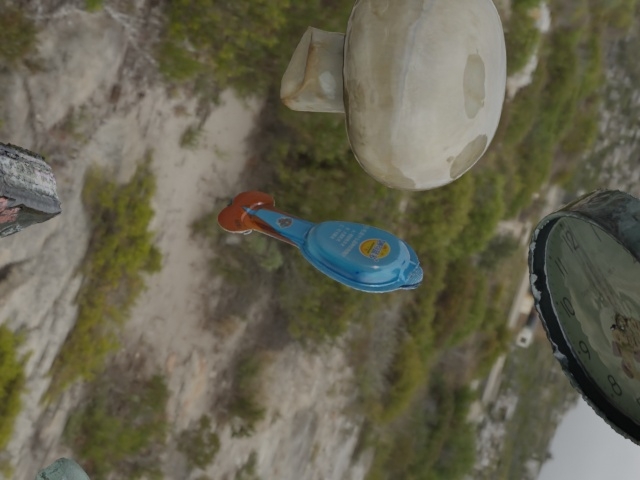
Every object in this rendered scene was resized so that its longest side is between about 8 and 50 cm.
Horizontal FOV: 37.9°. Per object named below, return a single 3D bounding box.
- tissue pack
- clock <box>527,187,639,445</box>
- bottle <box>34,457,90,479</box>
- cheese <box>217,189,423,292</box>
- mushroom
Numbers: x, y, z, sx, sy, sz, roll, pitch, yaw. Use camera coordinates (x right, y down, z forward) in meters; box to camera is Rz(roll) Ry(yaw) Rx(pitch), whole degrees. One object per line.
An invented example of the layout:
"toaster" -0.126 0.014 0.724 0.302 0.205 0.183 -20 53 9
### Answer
"tissue pack" -0.565 -0.068 1.388 0.332 0.245 0.123 32 40 -78
"clock" 0.349 0.094 1.069 0.061 0.312 0.312 -23 150 -15
"bottle" -0.356 0.470 1.477 0.083 0.269 0.083 -37 164 -12
"cheese" 0.000 0.000 1.058 0.106 0.256 0.037 -47 150 -46
"mushroom" 0.062 -0.145 0.821 0.204 0.204 0.204 18 90 -79
